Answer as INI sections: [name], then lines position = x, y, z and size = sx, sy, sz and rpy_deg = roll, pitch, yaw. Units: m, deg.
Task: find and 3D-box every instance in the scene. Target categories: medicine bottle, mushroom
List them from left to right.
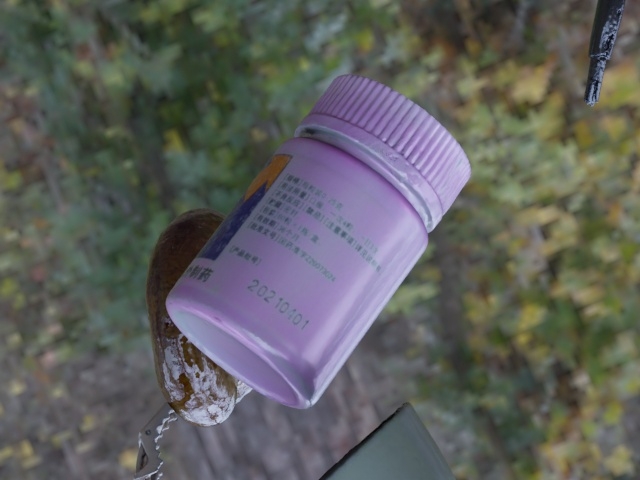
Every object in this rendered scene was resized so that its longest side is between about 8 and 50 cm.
[mushroom]
position = -0.122, 0.078, 2.463
size = 0.254, 0.267, 0.267
rpy_deg = -36, 173, 8
[medicine bottle]
position = 0.000, 0.000, 1.880
size = 0.290, 0.178, 0.178
rpy_deg = -55, -176, -16

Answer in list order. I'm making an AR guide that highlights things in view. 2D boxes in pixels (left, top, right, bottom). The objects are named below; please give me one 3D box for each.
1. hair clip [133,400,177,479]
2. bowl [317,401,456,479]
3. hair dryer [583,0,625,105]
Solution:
[hair clip]
position = -0.220, 0.288, 2.426
size = 0.072, 0.226, 0.034
rpy_deg = 7, 142, -3
[bowl]
position = 0.009, 0.327, 1.741
size = 0.354, 0.185, 0.354
rpy_deg = -41, 175, -4
[hair dryer]
position = 0.289, -0.243, 2.001
size = 0.075, 0.219, 0.195
rpy_deg = 13, 172, -11
